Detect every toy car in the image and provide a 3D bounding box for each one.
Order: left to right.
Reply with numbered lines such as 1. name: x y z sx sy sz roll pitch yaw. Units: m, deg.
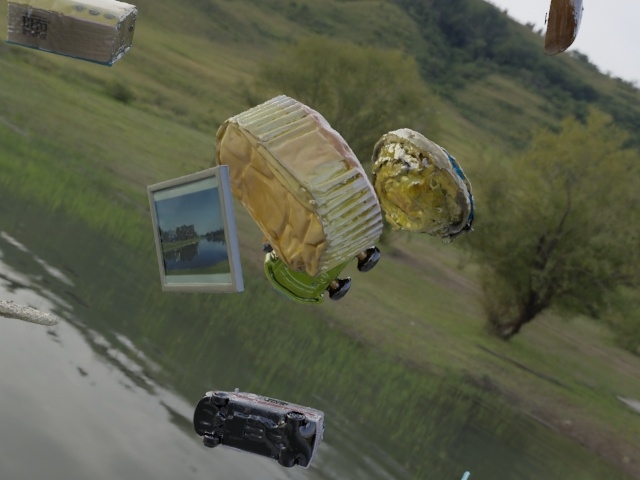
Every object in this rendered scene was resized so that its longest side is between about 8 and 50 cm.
1. toy car: -0.098 0.298 1.190 0.210 0.089 0.108 12 7 9
2. toy car: 0.000 0.000 1.449 0.200 0.248 0.142 40 17 -18

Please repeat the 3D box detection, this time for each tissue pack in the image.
1. tissue pack: -0.385 -0.340 1.131 0.169 0.082 0.120 13 31 -3

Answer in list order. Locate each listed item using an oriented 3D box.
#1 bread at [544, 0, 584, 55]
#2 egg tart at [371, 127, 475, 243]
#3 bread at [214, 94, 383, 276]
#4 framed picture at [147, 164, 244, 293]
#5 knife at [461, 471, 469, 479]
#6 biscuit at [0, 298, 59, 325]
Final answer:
1. bread: 0.381 -0.356 1.111 0.044 0.129 0.126 13 41 28
2. egg tart: 0.201 -0.099 1.557 0.291 0.107 0.290 41 -28 27
3. bread: -0.027 -0.077 0.997 0.250 0.133 0.179 48 -28 19
4. framed picture: -0.117 -0.006 0.666 0.011 0.109 0.149 -10 2 -36
5. knife: 0.144 0.267 0.768 0.005 0.014 0.091 39 20 15
6. biscuit: -0.674 0.148 1.567 0.220 0.033 0.220 15 -8 2
